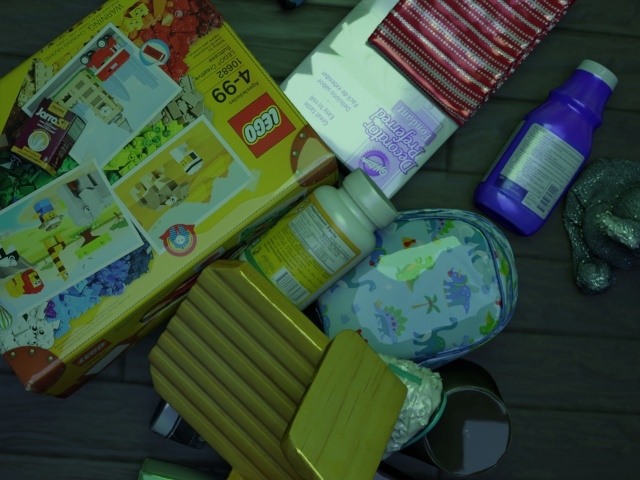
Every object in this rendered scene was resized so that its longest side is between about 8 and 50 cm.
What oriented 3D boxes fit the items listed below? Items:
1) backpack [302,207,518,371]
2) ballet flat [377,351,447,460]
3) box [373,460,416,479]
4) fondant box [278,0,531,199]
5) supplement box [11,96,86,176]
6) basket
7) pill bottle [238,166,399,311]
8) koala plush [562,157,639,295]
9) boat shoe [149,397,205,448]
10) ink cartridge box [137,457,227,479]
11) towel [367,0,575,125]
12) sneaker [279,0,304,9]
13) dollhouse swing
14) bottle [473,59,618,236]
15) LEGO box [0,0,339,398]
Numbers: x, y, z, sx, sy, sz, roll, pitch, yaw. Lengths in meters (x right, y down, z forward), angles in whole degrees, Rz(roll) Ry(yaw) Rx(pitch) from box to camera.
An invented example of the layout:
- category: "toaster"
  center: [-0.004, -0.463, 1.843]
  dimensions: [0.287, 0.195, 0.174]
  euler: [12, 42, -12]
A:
- category: "backpack"
  center: [0.112, 0.079, 1.722]
  dimensions: [0.356, 0.273, 0.290]
  euler: [-6, 79, -17]
- category: "ballet flat"
  center: [0.020, 0.283, 1.671]
  dimensions: [0.147, 0.147, 0.409]
  euler: [38, 127, -4]
- category: "box"
  center: [0.179, 0.495, 1.770]
  dimensions: [0.381, 0.143, 0.191]
  euler: [30, 88, -6]
- category: "fondant box"
  center: [0.120, -0.251, 1.781]
  dimensions: [0.238, 0.096, 0.330]
  euler: [44, 88, -4]
- category: "supplement box"
  center: [-0.352, -0.134, 1.515]
  dimensions: [0.055, 0.043, 0.083]
  euler: [27, 81, 9]
- category: "basket"
  center: [0.191, 0.263, 1.724]
  dimensions: [0.204, 0.227, 0.154]
  euler: [-16, 92, -4]
- category: "pill bottle"
  center: [0.000, 0.000, 1.580]
  dimensions: [0.208, 0.117, 0.117]
  euler: [-40, 94, 8]
- category: "koala plush"
  center: [0.474, -0.031, 1.750]
  dimensions: [0.196, 0.221, 0.203]
  euler: [-19, 92, -4]
- category: "boat shoe"
  center: [-0.145, 0.171, 1.752]
  dimensions: [0.105, 0.113, 0.306]
  euler: [26, 91, -11]
- category: "ink cartridge box"
  center: [-0.202, 0.489, 1.744]
  dimensions: [0.201, 0.117, 0.278]
  euler: [14, 89, -5]
- category: "towel"
  center: [0.229, -0.333, 1.729]
  dimensions: [0.199, 0.031, 0.275]
  euler: [42, 86, -4]
- category: "sneaker"
  center: [-0.134, -0.468, 1.741]
  dimensions: [0.330, 0.130, 0.147]
  euler: [37, 85, -4]
- category: "dollhouse swing"
  center: [-0.115, 0.258, 1.501]
  dimensions: [0.305, 0.315, 0.347]
  euler: [34, 131, -3]
- category: "bottle"
  center: [0.354, -0.146, 1.803]
  dimensions: [0.118, 0.092, 0.282]
  euler: [34, 87, -8]
- category: "LEGO box"
  center: [-0.284, -0.082, 1.623]
  dimensions: [0.500, 0.193, 0.372]
  euler: [-38, 80, -5]
